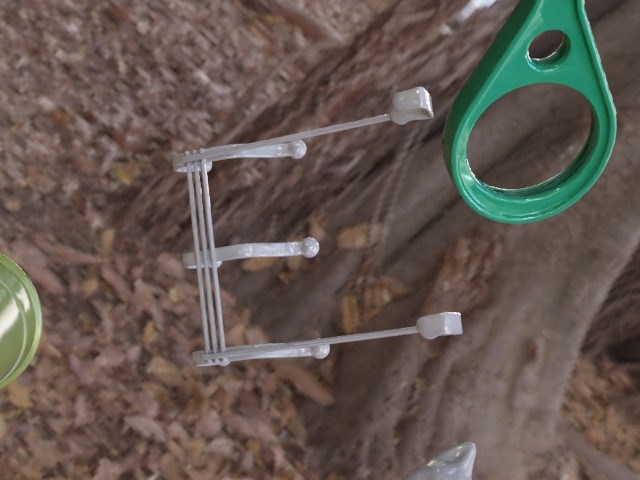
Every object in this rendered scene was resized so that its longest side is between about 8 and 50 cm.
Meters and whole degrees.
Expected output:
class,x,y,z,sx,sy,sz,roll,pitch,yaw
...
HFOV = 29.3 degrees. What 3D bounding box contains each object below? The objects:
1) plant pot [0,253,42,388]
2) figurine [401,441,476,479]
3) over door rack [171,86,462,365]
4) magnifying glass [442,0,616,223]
class,x,y,z,sx,sy,sz,roll,pitch,yaw
plant pot,-0.180,0.049,0.593,0.083,0.083,0.079,41,3,-13
figurine,0.048,0.263,0.850,0.092,0.209,0.215,34,35,-53
over door rack,0.000,0.000,1.259,0.108,0.324,0.240,2,79,-56
magnifying glass,0.115,-0.108,0.619,0.092,0.231,0.026,-3,37,-10
